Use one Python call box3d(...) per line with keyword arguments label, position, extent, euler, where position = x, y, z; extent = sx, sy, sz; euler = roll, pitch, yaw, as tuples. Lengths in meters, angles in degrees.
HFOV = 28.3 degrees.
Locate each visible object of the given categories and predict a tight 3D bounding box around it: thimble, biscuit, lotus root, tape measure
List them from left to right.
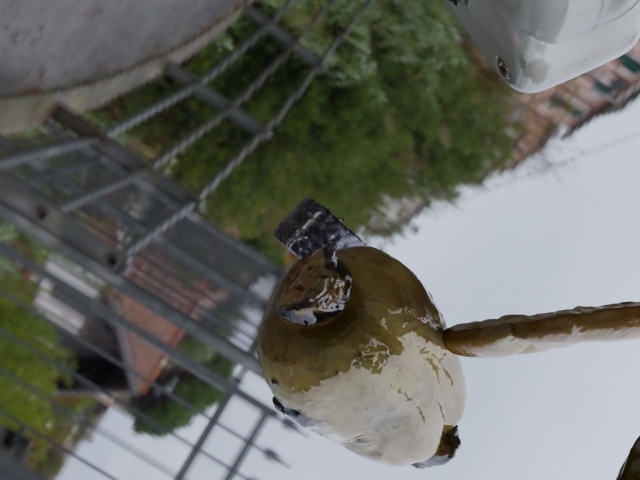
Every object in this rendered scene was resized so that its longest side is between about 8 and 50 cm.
box3d(label="thimble", position=(0.001, 0.001, 1.397), extent=(0.066, 0.095, 0.104), euler=(-49, 177, -2))
box3d(label="lotus root", position=(0.032, 0.098, 1.050), extent=(0.154, 0.257, 0.140), euler=(-44, -144, -14))
box3d(label="tape measure", position=(0.139, -0.259, 0.960), extent=(0.130, 0.258, 0.265), euler=(-24, 152, -9))
box3d(label="biscuit", position=(0.207, 0.065, 1.011), extent=(0.203, 0.041, 0.260), euler=(-15, 173, 21))

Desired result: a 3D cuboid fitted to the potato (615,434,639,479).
box3d(label="potato", position=(0.301, 0.222, 0.730), extent=(0.196, 0.300, 0.246), euler=(104, -7, -51))
